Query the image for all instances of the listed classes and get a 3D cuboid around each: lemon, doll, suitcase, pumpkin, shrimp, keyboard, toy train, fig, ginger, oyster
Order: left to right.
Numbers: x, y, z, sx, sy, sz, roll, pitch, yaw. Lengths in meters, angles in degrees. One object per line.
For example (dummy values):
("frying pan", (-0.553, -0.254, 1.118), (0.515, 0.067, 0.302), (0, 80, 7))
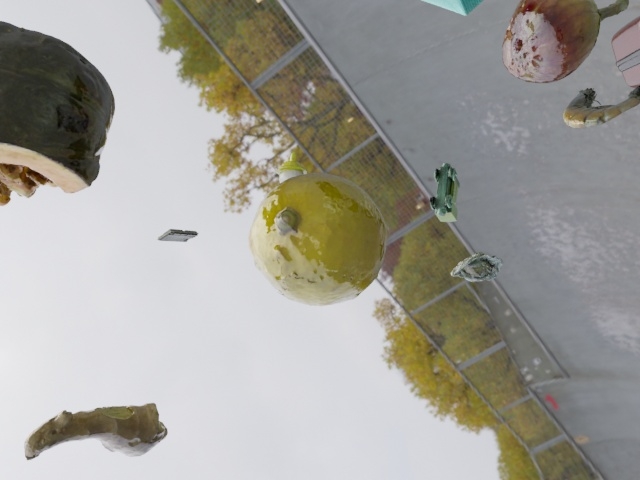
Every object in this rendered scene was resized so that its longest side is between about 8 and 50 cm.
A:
("pumpkin", (-0.505, -0.196, 0.910), (0.256, 0.303, 0.225), (55, -153, -58))
("ginger", (-0.426, 0.373, 1.094), (0.294, 0.131, 0.086), (17, -152, -51))
("keyboard", (-0.373, -0.011, 1.488), (0.015, 0.049, 0.129), (59, -165, 11))
("doll", (-0.076, -0.135, 1.642), (0.135, 0.098, 0.241), (30, -126, -73))
("lemon", (0.001, 0.000, 1.063), (0.284, 0.260, 0.260), (85, 162, -62))
("toy train", (0.266, -0.099, 1.191), (0.081, 0.050, 0.122), (41, -125, -50))
("oyster", (0.375, 0.064, 1.346), (0.100, 0.098, 0.037), (25, -153, -21))
("fig", (0.403, -0.369, 0.942), (0.143, 0.231, 0.160), (36, 164, 16))
("shrimp", (0.592, -0.287, 1.186), (0.051, 0.150, 0.217), (64, -144, -21))
("suitcase", (0.873, -0.489, 1.331), (0.236, 0.297, 0.161), (-34, -78, -82))

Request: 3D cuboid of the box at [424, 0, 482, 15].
("box", (0.153, -0.533, 0.975), (0.311, 0.118, 0.205), (44, 180, 42))
